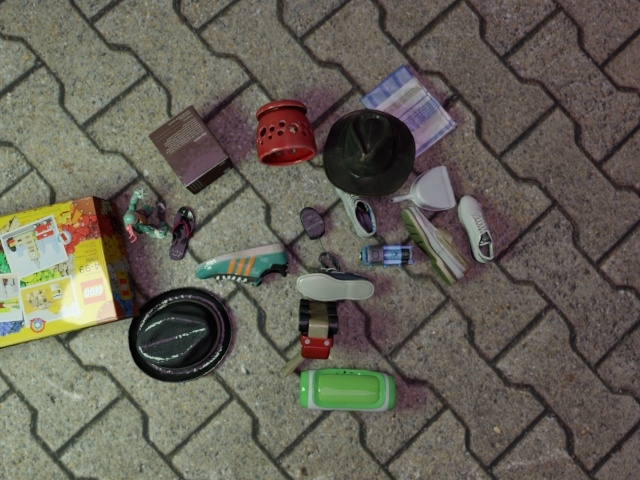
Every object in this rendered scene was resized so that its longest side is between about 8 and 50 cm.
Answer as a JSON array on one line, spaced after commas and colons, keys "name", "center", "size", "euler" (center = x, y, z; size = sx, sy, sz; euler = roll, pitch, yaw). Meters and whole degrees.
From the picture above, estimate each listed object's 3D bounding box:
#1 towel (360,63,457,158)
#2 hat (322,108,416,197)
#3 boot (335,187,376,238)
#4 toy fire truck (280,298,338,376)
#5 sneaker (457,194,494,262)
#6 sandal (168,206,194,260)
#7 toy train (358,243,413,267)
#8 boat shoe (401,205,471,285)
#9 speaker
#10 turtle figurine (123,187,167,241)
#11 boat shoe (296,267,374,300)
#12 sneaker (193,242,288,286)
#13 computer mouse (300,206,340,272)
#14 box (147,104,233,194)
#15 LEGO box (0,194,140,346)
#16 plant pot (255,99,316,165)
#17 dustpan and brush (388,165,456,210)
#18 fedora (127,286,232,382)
[{"name": "towel", "center": [0.299, -0.433, 1.841], "size": [0.209, 0.034, 0.285], "euler": [-40, 88, -3]}, {"name": "hat", "center": [0.159, -0.306, 1.716], "size": [0.330, 0.134, 0.332], "euler": [0, 70, 0]}, {"name": "boot", "center": [0.122, -0.131, 1.766], "size": [0.095, 0.123, 0.259], "euler": [-25, 88, -5]}, {"name": "toy fire truck", "center": [-0.038, 0.325, 1.696], "size": [0.158, 0.217, 0.247], "euler": [5, 101, -4]}, {"name": "sneaker", "center": [0.527, -0.041, 1.800], "size": [0.090, 0.095, 0.235], "euler": [-16, 86, -3]}, {"name": "sandal", "center": [-0.456, -0.022, 1.766], "size": [0.067, 0.040, 0.179], "euler": [12, 86, -2]}, {"name": "toy train", "center": [0.218, 0.049, 1.770], "size": [0.184, 0.105, 0.080], "euler": [0, 87, -3]}, {"name": "boat shoe", "center": [0.382, 0.001, 1.787], "size": [0.103, 0.113, 0.302], "euler": [-36, 100, -6]}, {"name": "speaker", "center": [0.084, 0.479, 1.727], "size": [0.296, 0.131, 0.131], "euler": [3, 86, -3]}, {"name": "turtle figurine", "center": [-0.548, -0.070, 1.667], "size": [0.118, 0.234, 0.175], "euler": [-24, 88, -5]}, {"name": "boat shoe", "center": [0.047, 0.139, 1.762], "size": [0.254, 0.079, 0.095], "euler": [0, 108, -7]}, {"name": "sneaker", "center": [-0.250, 0.097, 1.738], "size": [0.301, 0.108, 0.121], "euler": [-13, 83, -5]}, {"name": "computer mouse", "center": [0.000, 0.000, 1.799], "size": [0.071, 0.041, 0.242], "euler": [-24, 95, -4]}, {"name": "box", "center": [-0.407, -0.283, 1.721], "size": [0.167, 0.168, 0.203], "euler": [-36, 89, -6]}, {"name": "LEGO box", "center": [-0.851, 0.109, 1.634], "size": [0.499, 0.193, 0.373], "euler": [-14, 86, 1]}, {"name": "plant pot", "center": [-0.117, -0.347, 1.733], "size": [0.191, 0.191, 0.174], "euler": [-9, 84, -4]}, {"name": "dustpan and brush", "center": [0.333, -0.158, 1.821], "size": [0.211, 0.060, 0.148], "euler": [-13, 86, -11]}, {"name": "fedora", "center": [-0.449, 0.302, 1.692], "size": [0.333, 0.152, 0.335], "euler": [0, 87, -3]}]
